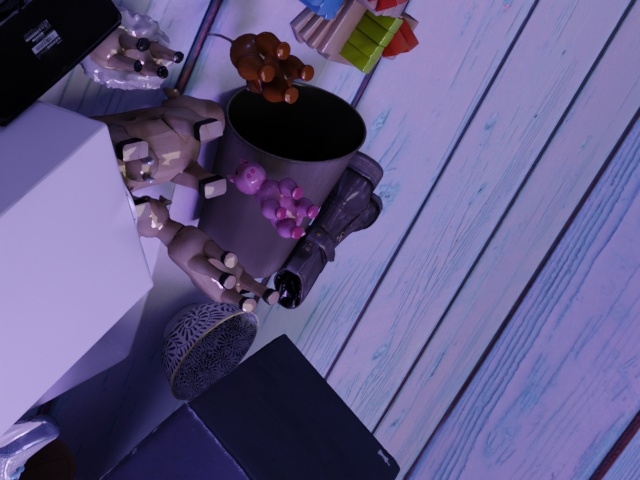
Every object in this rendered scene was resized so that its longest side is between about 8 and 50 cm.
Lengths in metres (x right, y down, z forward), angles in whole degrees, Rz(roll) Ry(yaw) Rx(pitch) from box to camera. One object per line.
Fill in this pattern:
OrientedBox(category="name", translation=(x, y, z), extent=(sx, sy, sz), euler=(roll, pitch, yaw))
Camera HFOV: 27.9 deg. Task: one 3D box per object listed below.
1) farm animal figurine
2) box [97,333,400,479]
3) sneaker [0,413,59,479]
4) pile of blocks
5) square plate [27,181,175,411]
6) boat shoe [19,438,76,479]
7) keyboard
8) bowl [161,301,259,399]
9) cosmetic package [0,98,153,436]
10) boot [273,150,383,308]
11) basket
OrientedBox(category="farm animal figurine", translation=(-0.163, -0.087, 1.448), extent=(0.327, 0.172, 0.330), euler=(1, 106, -43))
OrientedBox(category="box", translation=(-0.182, 0.422, 1.814), extent=(0.472, 0.297, 0.480), euler=(-41, 176, 14))
OrientedBox(category="sneaker", translation=(-0.431, 0.328, 1.631), extent=(0.283, 0.122, 0.110), euler=(-37, 172, 6))
OrientedBox(category="pile of blocks", translation=(0.047, -0.291, 1.583), extent=(0.149, 0.112, 0.362), euler=(-46, 156, -5))
OrientedBox(category="square plate", translation=(-0.343, 0.084, 1.561), extent=(0.347, 0.049, 0.344), euler=(-26, 149, -41))
OrientedBox(category="boat shoe", translation=(-0.479, 0.393, 1.745), extent=(0.341, 0.121, 0.110), euler=(-43, -169, -22))
OrientedBox(category="keyboard", translation=(-0.277, -0.194, 1.221), extent=(0.038, 0.100, 0.192), euler=(-11, -149, 45))
OrientedBox(category="bowl", translation=(-0.178, 0.146, 1.902), extent=(0.170, 0.080, 0.170), euler=(-38, 155, -22))
OrientedBox(category="cosmetic package", translation=(-0.340, 0.060, 1.165), extent=(0.385, 0.156, 0.217), euler=(-48, 144, -37))
OrientedBox(category="boot", translation=(0.000, 0.000, 1.879), extent=(0.229, 0.091, 0.263), euler=(-59, 170, -16))
OrientedBox(category="basket", translation=(-0.070, -0.072, 1.680), extent=(0.204, 0.154, 0.227), euler=(-14, 144, -41))
